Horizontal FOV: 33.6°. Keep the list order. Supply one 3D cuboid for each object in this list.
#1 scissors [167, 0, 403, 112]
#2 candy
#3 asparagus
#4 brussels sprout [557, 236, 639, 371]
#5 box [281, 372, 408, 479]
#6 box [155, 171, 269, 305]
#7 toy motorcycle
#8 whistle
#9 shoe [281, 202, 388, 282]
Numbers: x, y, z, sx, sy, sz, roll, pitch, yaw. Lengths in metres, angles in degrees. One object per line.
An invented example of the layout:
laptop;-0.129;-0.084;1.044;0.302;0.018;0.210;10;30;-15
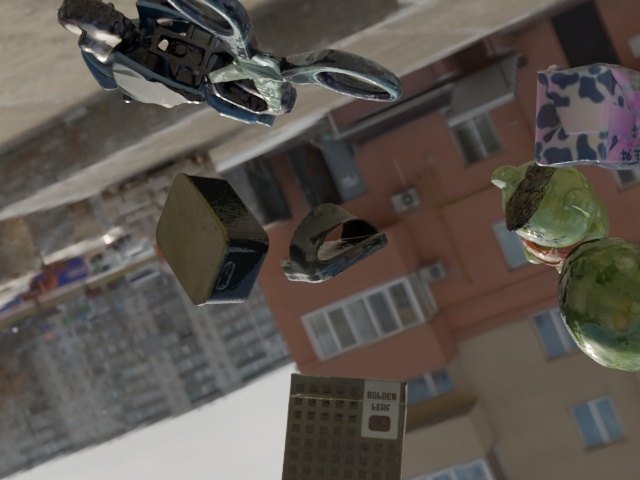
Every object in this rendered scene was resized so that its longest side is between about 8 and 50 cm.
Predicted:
scissors;-0.067;-0.191;1.152;0.029;0.256;0.383;-67;-169;-5
candy;0.257;-0.110;0.947;0.073;0.092;0.160;1;-177;39
asparagus;0.238;-0.071;1.165;0.165;0.036;0.030;-56;160;-31
brussels sprout;0.318;0.065;1.105;0.155;0.155;0.117;-25;154;-46
box;0.031;0.363;1.567;0.181;0.324;0.047;3;164;7
box;-0.169;-0.002;1.657;0.090;0.201;0.144;3;123;-37
toy motorcycle;-0.246;-0.301;1.803;0.416;0.172;0.232;19;168;-10
whistle;0.303;-0.024;1.351;0.131;0.106;0.288;22;170;29
shoe;0.000;0.000;1.519;0.108;0.093;0.241;-28;-174;-23
